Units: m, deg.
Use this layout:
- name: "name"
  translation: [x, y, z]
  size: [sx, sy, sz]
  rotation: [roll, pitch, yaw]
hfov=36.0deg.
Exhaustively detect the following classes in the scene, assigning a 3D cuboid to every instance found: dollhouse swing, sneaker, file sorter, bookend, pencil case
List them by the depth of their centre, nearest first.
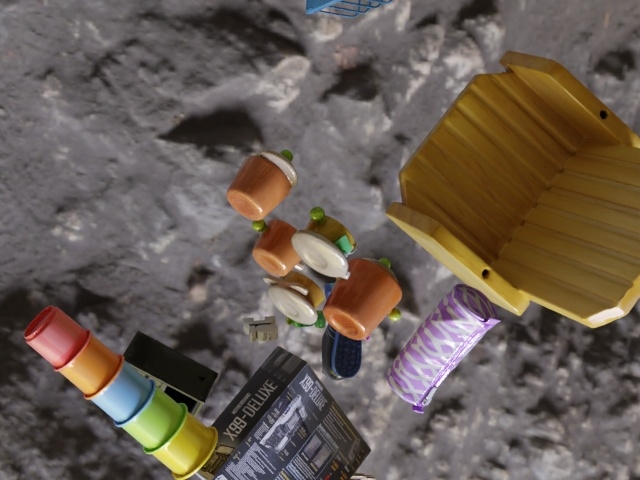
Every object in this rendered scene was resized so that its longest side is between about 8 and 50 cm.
- name: "pencil case"
  translation: [0.179, 0.160, 1.465]
  size: [0.086, 0.088, 0.206]
  rotation: [16, 121, -28]
- name: "dollhouse swing"
  translation: [0.343, -0.085, 1.502]
  size: [0.347, 0.315, 0.305]
  rotation: [-52, -167, -5]
- name: "file sorter"
  translation: [0.060, -0.440, 1.619]
  size: [0.104, 0.170, 0.118]
  rotation: [4, 89, -27]
- name: "bookend"
  translation: [-0.279, 0.258, 1.681]
  size: [0.156, 0.157, 0.072]
  rotation: [-57, -174, 39]
- name: "sneaker"
  translation: [0.048, 0.152, 1.882]
  size: [0.081, 0.090, 0.232]
  rotation: [21, 73, -20]

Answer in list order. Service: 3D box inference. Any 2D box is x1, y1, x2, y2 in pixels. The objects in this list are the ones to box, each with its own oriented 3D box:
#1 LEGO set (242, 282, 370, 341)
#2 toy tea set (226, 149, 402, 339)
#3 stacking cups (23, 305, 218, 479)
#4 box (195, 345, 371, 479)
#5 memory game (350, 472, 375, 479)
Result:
- name: "LEGO set"
  translation: [-0.014, 0.125, 1.635]
  size: [0.093, 0.227, 0.087]
  rotation: [-108, -164, -64]
- name: "toy tea set"
  translation: [0.000, 0.000, 1.368]
  size: [0.124, 0.200, 0.336]
  rotation: [-54, 146, -26]
- name: "stacking cups"
  translation: [-0.293, 0.221, 1.418]
  size: [0.316, 0.096, 0.096]
  rotation: [43, 59, -22]
- name: "box"
  translation: [-0.062, 0.359, 1.649]
  size: [0.242, 0.076, 0.307]
  rotation: [-50, 137, -17]
- name: "memory game"
  translation: [0.039, 0.546, 2.269]
  size: [0.186, 0.186, 0.012]
  rotation: [40, 48, -60]
